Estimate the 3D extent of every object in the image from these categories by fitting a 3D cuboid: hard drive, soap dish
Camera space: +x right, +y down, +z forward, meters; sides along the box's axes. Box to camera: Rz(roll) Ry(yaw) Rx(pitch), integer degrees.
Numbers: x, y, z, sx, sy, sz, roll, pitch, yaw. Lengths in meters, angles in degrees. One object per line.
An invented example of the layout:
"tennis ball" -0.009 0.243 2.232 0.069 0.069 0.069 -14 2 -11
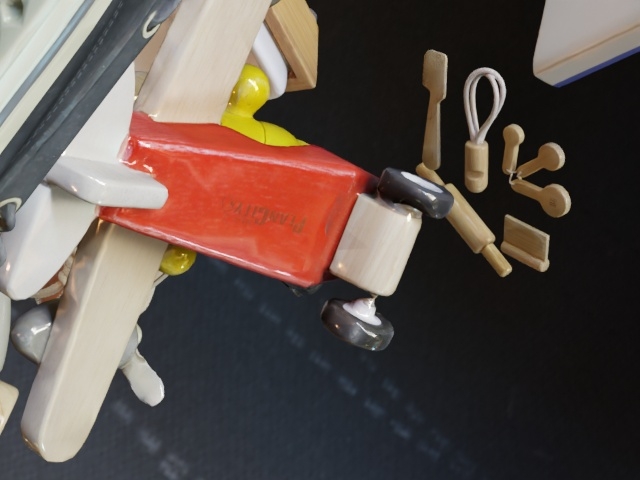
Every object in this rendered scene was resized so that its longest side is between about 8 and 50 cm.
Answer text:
"hard drive" 0.315 -0.274 1.394 0.040 0.210 0.319 24 158 -24
"soap dish" -0.146 -0.276 1.638 0.229 0.118 0.291 -2 131 37

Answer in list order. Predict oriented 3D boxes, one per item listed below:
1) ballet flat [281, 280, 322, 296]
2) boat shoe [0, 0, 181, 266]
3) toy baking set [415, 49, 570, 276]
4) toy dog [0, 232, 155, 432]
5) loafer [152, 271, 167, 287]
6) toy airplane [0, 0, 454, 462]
"ballet flat" -0.024 0.022 1.624 0.057 0.173 0.049 43 86 8
"boat shoe" -0.218 -0.055 0.783 0.187 0.156 0.500 47 114 8
"toy baking set" 0.184 -0.084 1.754 0.256 0.030 0.196 49 138 17
"toy dog" -0.335 0.059 1.572 0.334 0.161 0.220 -44 105 0
"loafer" -0.128 -0.011 1.341 0.045 0.125 0.039 12 144 45
"toy airplane" -0.119 -0.057 1.215 0.272 0.386 0.384 37 153 47
